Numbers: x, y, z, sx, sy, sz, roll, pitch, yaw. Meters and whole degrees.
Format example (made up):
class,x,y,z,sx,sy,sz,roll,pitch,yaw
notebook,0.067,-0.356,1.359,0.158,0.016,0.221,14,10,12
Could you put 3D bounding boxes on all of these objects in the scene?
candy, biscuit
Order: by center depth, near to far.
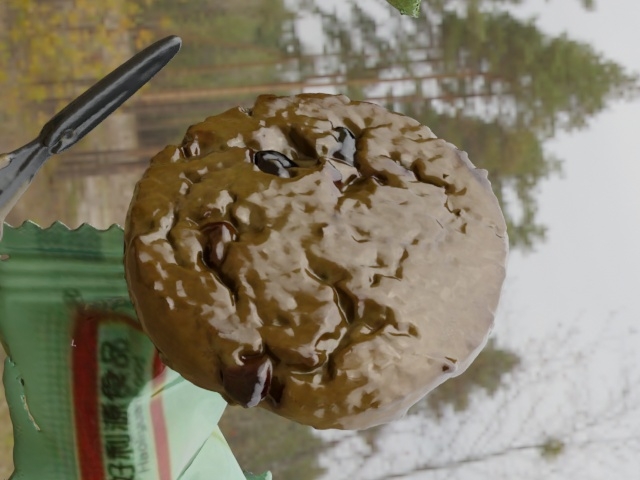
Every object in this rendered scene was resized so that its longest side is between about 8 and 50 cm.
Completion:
class,x,y,z,sx,sy,sz,roll,pitch,yaw
biscuit,0.000,-0.002,0.976,0.075,0.295,0.296,102,-14,-47
candy,-0.180,0.137,1.287,0.172,0.262,0.398,-95,-176,-54

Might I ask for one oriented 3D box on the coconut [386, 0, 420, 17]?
class,x,y,z,sx,sy,sz,roll,pitch,yaw
coconut,0.061,-0.260,1.254,0.158,0.055,0.133,60,12,-49

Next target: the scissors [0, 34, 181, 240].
class,x,y,z,sx,sy,sz,roll,pitch,yaw
scissors,-0.180,-0.066,0.918,0.017,0.220,0.088,50,-2,39
